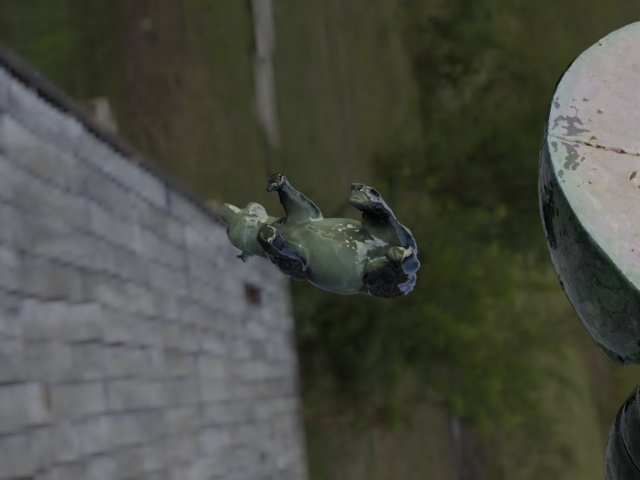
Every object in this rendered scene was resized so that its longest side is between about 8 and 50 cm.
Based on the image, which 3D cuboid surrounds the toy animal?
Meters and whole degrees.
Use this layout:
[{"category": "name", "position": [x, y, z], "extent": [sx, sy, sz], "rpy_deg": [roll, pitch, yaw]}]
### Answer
[{"category": "toy animal", "position": [0.000, 0.000, 1.949], "extent": [0.121, 0.225, 0.093], "rpy_deg": [82, 18, -60]}]

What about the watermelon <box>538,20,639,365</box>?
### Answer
[{"category": "watermelon", "position": [0.290, -0.002, 1.599], "extent": [0.319, 0.292, 0.222], "rpy_deg": [45, -33, 33]}]

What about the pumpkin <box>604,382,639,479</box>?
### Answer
[{"category": "pumpkin", "position": [0.317, 0.140, 1.280], "extent": [0.216, 0.250, 0.250], "rpy_deg": [49, -25, 48]}]
